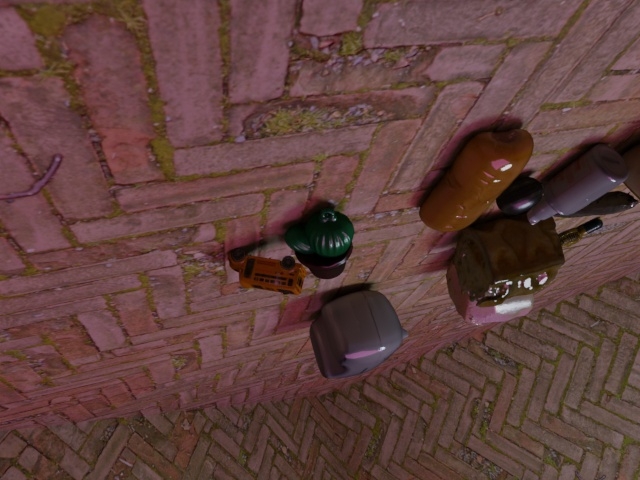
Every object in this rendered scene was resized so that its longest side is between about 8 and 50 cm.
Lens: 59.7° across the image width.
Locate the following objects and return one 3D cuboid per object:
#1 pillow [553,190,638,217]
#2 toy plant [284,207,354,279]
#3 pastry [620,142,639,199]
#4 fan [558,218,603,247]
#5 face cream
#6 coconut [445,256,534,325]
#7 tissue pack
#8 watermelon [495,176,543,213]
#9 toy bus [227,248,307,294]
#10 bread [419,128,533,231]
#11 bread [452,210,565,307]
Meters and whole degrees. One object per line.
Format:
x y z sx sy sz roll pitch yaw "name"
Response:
0.725 -0.097 1.464 0.093 0.051 0.241 -33 -169 -27 "pillow"
0.000 0.000 1.133 0.143 0.105 0.200 -2 140 8 "toy plant"
0.798 -0.119 1.274 0.133 0.265 0.265 -42 151 20 "pastry"
0.847 -0.023 1.823 0.155 0.039 0.082 -34 153 33 "fan"
0.580 -0.115 1.306 0.101 0.101 0.252 -6 156 -29 "face cream"
0.526 0.135 1.690 0.245 0.233 0.233 -9 157 -12 "coconut"
0.116 0.293 1.744 0.236 0.229 0.333 -11 158 -18 "tissue pack"
0.455 -0.102 1.269 0.110 0.078 0.078 -24 158 14 "watermelon"
-0.115 0.067 1.162 0.162 0.074 0.069 8 163 13 "toy bus"
0.308 -0.109 1.122 0.142 0.091 0.305 -6 155 -15 "bread"
0.501 0.049 1.491 0.252 0.238 0.196 -5 168 -16 "bread"
